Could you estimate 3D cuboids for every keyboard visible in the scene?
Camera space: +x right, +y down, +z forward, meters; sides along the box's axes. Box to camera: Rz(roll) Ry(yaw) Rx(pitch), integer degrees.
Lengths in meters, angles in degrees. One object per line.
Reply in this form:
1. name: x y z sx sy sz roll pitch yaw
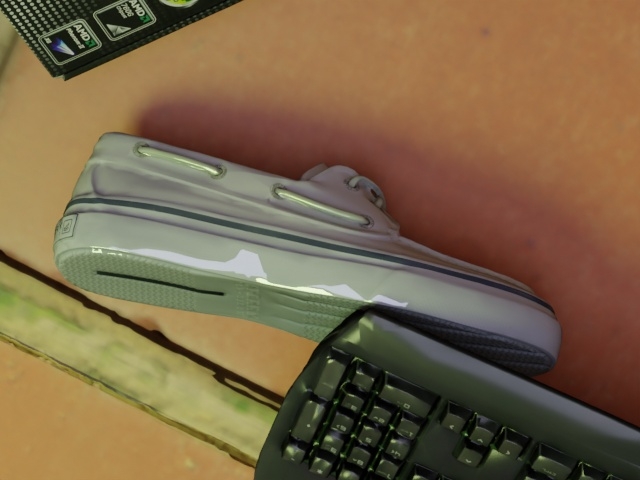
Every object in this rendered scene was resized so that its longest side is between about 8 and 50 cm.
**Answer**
1. keyboard: 0.117 0.160 0.711 0.317 0.033 0.201 25 131 2

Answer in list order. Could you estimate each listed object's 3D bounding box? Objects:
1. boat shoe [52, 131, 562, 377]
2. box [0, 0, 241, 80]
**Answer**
1. boat shoe: 0.000 0.000 0.709 0.226 0.083 0.076 14 67 -6
2. box: -0.072 -0.169 0.647 0.184 0.045 0.191 -21 139 10
